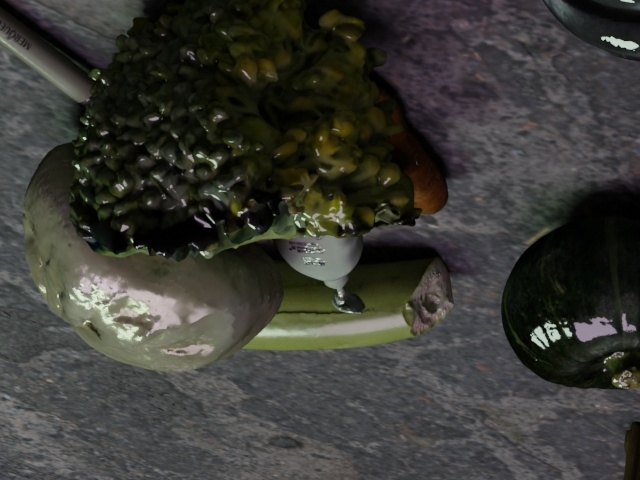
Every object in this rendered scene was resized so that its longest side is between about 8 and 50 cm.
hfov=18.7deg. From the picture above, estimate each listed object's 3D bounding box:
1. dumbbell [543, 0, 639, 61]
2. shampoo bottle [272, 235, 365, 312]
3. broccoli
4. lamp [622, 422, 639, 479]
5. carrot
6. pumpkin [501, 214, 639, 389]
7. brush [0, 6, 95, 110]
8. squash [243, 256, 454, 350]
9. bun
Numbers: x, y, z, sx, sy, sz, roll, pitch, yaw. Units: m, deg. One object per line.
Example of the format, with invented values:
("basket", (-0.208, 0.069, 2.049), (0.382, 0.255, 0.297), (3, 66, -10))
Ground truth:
("dumbbell", (0.115, -0.230, 0.860), (0.179, 0.179, 0.406), (-4, 151, 32))
("shampoo bottle", (0.000, 0.000, 1.515), (0.077, 0.045, 0.152), (2, 140, 20))
("broccoli", (-0.044, -0.086, 1.304), (0.273, 0.180, 0.242), (-10, -172, -39))
("lamp", (0.394, 0.184, 1.704), (0.089, 0.090, 0.325), (23, 154, -22))
("carrot", (0.056, -0.068, 1.399), (0.036, 0.035, 0.165), (0, 150, 25))
("pumpkin", (0.218, 0.050, 1.461), (0.167, 0.125, 0.167), (16, 157, 7))
("brush", (-0.180, -0.118, 1.412), (0.039, 0.042, 0.299), (-10, 143, 41))
("squash", (-0.016, 0.050, 1.625), (0.250, 0.083, 0.083), (-1, 152, 24))
("bun", (-0.140, 0.022, 1.481), (0.231, 0.133, 0.231), (31, -171, -6))
